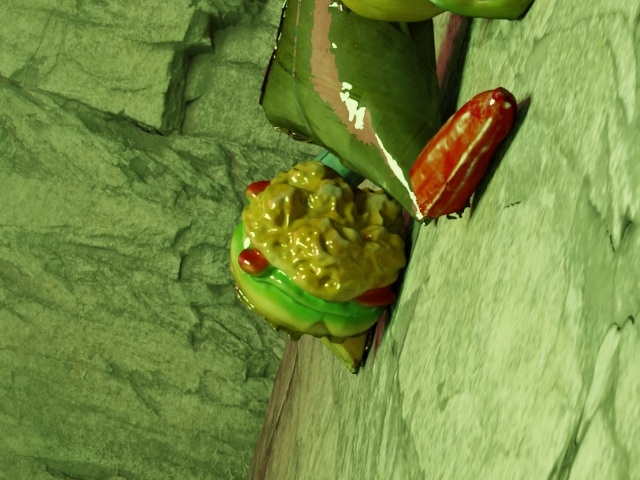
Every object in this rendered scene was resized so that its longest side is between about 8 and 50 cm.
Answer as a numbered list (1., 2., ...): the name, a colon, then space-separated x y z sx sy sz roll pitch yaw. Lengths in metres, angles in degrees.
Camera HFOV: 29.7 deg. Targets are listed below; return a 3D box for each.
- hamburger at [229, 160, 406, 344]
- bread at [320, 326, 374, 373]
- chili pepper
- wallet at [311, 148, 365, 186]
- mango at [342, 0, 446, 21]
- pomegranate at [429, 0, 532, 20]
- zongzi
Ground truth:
1. hamburger: 0.000 0.000 1.482 0.237 0.237 0.149 -78 9 -45
2. bread: 0.049 0.092 1.640 0.160 0.169 0.140 64 171 6
3. chili pepper: 0.134 -0.089 1.070 0.169 0.064 0.088 120 164 -62
4. wallet: 0.035 -0.112 1.691 0.250 0.075 0.176 -43 -1 -3
5. mango: 0.106 -0.371 1.330 0.142 0.195 0.332 -34 25 51
6. pomegranate: 0.147 -0.336 1.135 0.190 0.159 0.241 -94 22 -73
7. zongzi: 0.079 -0.246 1.417 0.393 0.174 0.356 -133 50 -57
